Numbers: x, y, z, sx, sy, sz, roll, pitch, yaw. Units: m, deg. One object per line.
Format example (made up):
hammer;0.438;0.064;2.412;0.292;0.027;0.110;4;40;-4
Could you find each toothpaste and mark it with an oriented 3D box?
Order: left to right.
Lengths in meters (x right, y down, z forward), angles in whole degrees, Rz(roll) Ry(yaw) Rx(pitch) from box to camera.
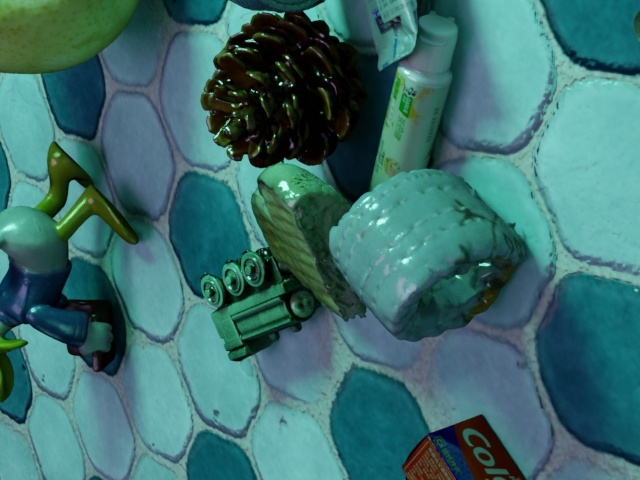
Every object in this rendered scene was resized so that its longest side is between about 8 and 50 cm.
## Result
toothpaste;0.047;-0.307;1.247;0.114;0.073;0.299;171;89;-74
toothpaste;0.075;-0.068;1.320;0.056;0.058;0.314;16;128;4
toothpaste;0.194;0.312;1.264;0.320;0.076;0.066;57;139;23

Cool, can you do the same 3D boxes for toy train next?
toy train;-0.064;0.064;1.535;0.170;0.071;0.111;-25;90;52

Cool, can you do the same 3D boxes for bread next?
bread;0.000;0.000;1.353;0.172;0.064;0.232;53;170;5

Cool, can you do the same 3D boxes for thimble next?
thimble;0.093;0.010;1.235;0.118;0.151;0.127;52;124;28

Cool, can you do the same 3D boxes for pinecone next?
pinecone;-0.040;-0.142;1.355;0.173;0.173;0.174;21;118;48

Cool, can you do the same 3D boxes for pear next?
pear;-0.348;-0.338;1.596;0.309;0.309;0.309;21;118;48

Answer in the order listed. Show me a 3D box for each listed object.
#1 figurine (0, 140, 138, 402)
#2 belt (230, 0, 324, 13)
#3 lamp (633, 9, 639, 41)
figurine;-0.390;0.082;1.824;0.204;0.338;0.283;42;167;46
belt;-0.035;-0.294;1.305;0.082;0.163;0.148;16;133;46
lamp;0.251;-0.209;1.047;0.041;0.054;0.121;-12;99;54
